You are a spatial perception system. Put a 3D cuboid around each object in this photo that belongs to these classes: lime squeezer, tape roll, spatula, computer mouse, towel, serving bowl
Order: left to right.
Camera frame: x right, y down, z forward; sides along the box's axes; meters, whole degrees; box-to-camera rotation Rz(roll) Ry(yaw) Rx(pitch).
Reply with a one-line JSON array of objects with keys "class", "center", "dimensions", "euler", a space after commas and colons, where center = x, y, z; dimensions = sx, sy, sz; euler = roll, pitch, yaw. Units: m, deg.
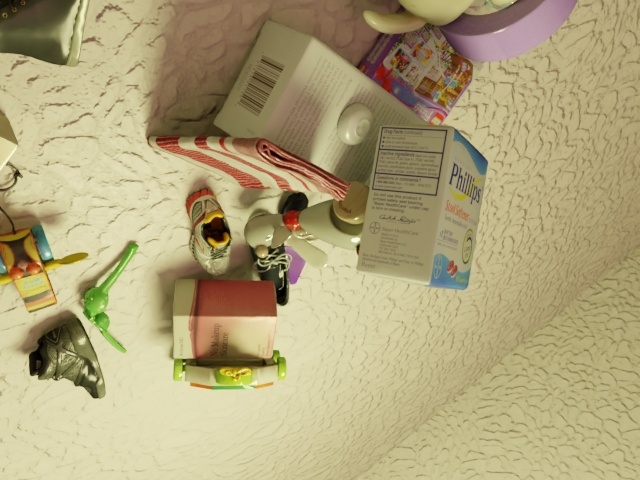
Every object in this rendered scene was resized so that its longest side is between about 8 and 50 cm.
[{"class": "lime squeezer", "center": [-0.465, 0.146, 1.252], "dimensions": [0.110, 0.059, 0.310], "euler": [-40, 152, -55]}, {"class": "towel", "center": [-0.138, -0.136, 1.052], "dimensions": [0.237, 0.329, 0.037], "euler": [21, 82, -47]}, {"class": "spatula", "center": [-0.132, 0.148, 1.526], "dimensions": [0.084, 0.030, 0.296], "euler": [19, 114, -33]}, {"class": "computer mouse", "center": [-0.055, -0.122, 1.350], "dimensions": [0.071, 0.041, 0.242], "euler": [-5, 121, -38]}, {"class": "serving bowl", "center": [0.073, -0.219, 1.101], "dimensions": [0.083, 0.027, 0.083], "euler": [-22, 130, -29]}, {"class": "tape roll", "center": [0.353, -0.491, 1.119], "dimensions": [0.275, 0.275, 0.090], "euler": [-49, 139, 9]}]

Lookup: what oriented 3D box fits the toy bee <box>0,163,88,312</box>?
[{"class": "toy bee", "center": [-0.530, 0.040, 1.006], "dimensions": [0.195, 0.162, 0.298], "euler": [-33, 140, -8]}]

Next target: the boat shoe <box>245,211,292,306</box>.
[{"class": "boat shoe", "center": [-0.121, 0.051, 1.396], "dimensions": [0.095, 0.079, 0.254], "euler": [-15, 125, -17]}]

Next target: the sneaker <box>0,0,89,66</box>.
[{"class": "sneaker", "center": [-0.397, -0.356, 0.814], "dimensions": [0.118, 0.083, 0.222], "euler": [-4, 129, -36]}]

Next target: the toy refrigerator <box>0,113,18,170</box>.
[{"class": "toy refrigerator", "center": [-0.592, -0.087, 0.885], "dimensions": [0.269, 0.102, 0.094], "euler": [-48, 140, 8]}]

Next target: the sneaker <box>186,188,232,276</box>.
[{"class": "sneaker", "center": [-0.238, 0.002, 1.260], "dimensions": [0.088, 0.093, 0.225], "euler": [-25, 138, -19]}]

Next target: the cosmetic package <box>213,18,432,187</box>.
[{"class": "cosmetic package", "center": [0.033, -0.233, 1.199], "dimensions": [0.453, 0.161, 0.230], "euler": [21, 103, -47]}]

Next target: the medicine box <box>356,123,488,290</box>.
[{"class": "medicine box", "center": [0.211, -0.057, 1.147], "dimensions": [0.263, 0.149, 0.289], "euler": [12, 88, -60]}]

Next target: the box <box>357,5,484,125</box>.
[{"class": "box", "center": [0.234, -0.391, 1.318], "dimensions": [0.293, 0.057, 0.201], "euler": [22, 108, -48]}]

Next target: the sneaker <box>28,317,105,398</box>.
[{"class": "sneaker", "center": [-0.554, 0.279, 1.263], "dimensions": [0.130, 0.087, 0.227], "euler": [-23, 134, -19]}]

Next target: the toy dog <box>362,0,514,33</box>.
[{"class": "toy dog", "center": [0.175, -0.589, 0.966], "dimensions": [0.395, 0.284, 0.408], "euler": [-29, 145, 23]}]

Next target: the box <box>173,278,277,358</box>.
[{"class": "box", "center": [-0.224, 0.184, 1.347], "dimensions": [0.232, 0.127, 0.149], "euler": [2, 128, -11]}]

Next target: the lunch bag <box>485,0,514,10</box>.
[{"class": "lunch bag", "center": [0.483, -0.639, 1.258], "dimensions": [0.224, 0.108, 0.279], "euler": [-10, 130, -26]}]

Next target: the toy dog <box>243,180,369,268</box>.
[{"class": "toy dog", "center": [0.000, 0.000, 1.211], "dimensions": [0.220, 0.161, 0.333], "euler": [15, 154, -40]}]

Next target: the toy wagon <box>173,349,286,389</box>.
[{"class": "toy wagon", "center": [-0.219, 0.313, 1.395], "dimensions": [0.267, 0.344, 0.068], "euler": [2, 87, -12]}]
